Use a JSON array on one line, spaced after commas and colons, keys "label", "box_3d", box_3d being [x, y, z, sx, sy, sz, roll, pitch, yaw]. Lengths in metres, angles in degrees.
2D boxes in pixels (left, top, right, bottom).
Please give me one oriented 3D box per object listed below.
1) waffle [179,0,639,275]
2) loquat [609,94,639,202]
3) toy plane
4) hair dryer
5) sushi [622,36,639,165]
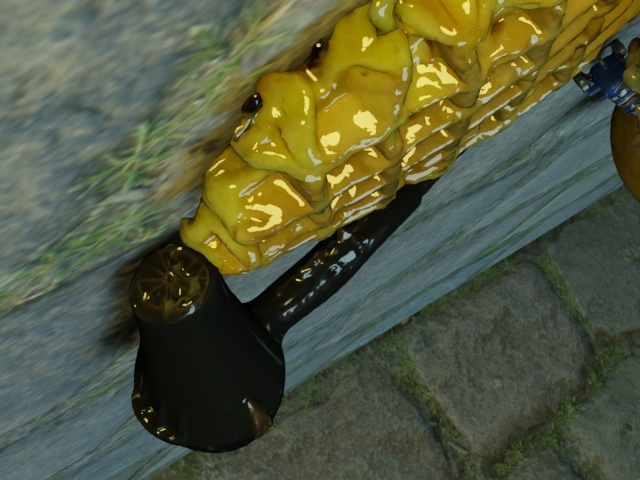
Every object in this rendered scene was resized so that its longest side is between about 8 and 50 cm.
[{"label": "waffle", "box_3d": [0.069, -0.088, 0.639, 0.329, 0.062, 0.329, -33, 172, -5]}, {"label": "loquat", "box_3d": [0.419, -0.116, 1.321, 0.208, 0.208, 0.208, -34, 172, -6]}, {"label": "toy plane", "box_3d": [0.267, -0.142, 1.105, 0.054, 0.062, 0.167, -37, -179, 13]}, {"label": "hair dryer", "box_3d": [0.000, 0.000, 0.881, 0.359, 0.120, 0.304, -42, 160, -17]}, {"label": "sushi", "box_3d": [0.316, -0.151, 0.572, 0.417, 0.176, 0.417, -44, -176, 3]}]
